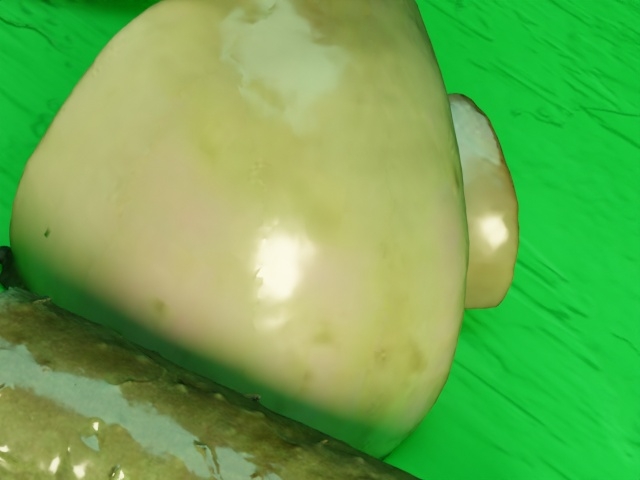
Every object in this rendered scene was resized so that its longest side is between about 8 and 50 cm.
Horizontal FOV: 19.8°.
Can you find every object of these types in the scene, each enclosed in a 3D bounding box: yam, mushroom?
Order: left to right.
[{"bbox_3d":[-0.026,0.108,0.694,0.259,0.093,0.093,25,36,2],"label":"yam"},{"bbox_3d":[0.011,-0.012,0.797,0.236,0.173,0.162,-6,47,-34],"label":"mushroom"}]
